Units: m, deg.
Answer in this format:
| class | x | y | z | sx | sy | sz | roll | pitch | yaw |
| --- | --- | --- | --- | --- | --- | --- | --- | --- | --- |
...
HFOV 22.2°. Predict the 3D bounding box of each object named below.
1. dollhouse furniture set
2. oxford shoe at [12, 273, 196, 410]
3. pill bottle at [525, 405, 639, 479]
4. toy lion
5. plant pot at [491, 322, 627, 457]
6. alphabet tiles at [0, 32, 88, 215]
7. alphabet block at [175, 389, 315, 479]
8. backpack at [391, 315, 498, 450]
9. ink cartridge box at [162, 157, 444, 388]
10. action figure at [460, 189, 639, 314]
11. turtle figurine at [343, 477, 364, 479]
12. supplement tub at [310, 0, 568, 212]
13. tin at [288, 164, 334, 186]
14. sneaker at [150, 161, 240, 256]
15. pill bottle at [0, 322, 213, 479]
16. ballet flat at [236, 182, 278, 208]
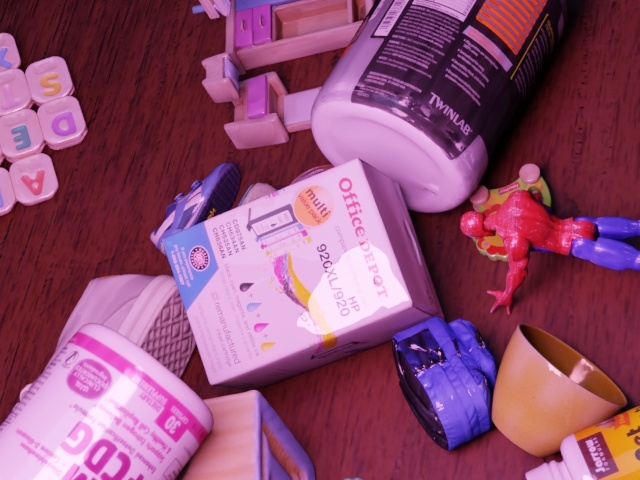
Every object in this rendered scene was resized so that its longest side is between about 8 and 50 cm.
| class | x | y | z | sx | sy | sz | roll | pitch | yaw |
| --- | --- | --- | --- | --- | --- | --- | --- | --- | --- |
| dollhouse furniture set | -0.061 | -0.323 | 1.955 | 0.198 | 0.303 | 0.286 | -12 | 55 | 15 |
| oxford shoe | -0.283 | 0.218 | 1.779 | 0.130 | 0.169 | 0.449 | 13 | 57 | 25 |
| pill bottle | 0.312 | 0.220 | 1.571 | 0.215 | 0.117 | 0.117 | -24 | 53 | 5 |
| toy lion | 0.214 | -0.026 | 1.827 | 0.100 | 0.034 | 0.096 | -23 | 60 | 5 |
| plant pot | 0.227 | 0.161 | 1.649 | 0.134 | 0.134 | 0.095 | 44 | 106 | 36 |
| alphabet tiles | -0.453 | -0.147 | 2.130 | 0.284 | 0.021 | 0.278 | -18 | 61 | -4 |
| alphabet block | -0.123 | 0.287 | 1.654 | 0.197 | 0.192 | 0.193 | -12 | 53 | 15 |
| backpack | 0.136 | 0.148 | 1.700 | 0.101 | 0.098 | 0.120 | -25 | 52 | 0 |
| ink cartridge box | -0.014 | 0.040 | 1.742 | 0.232 | 0.168 | 0.171 | -22 | 78 | 13 |
| action figure | 0.284 | 0.018 | 1.744 | 0.280 | 0.139 | 0.091 | 10 | 57 | 1 |
| turtle figurine | 0.046 | 0.356 | 1.575 | 0.118 | 0.175 | 0.234 | -18 | 43 | 31 |
| supplement tub | 0.149 | -0.217 | 1.859 | 0.207 | 0.207 | 0.338 | 17 | 62 | 29 |
| tin | 0.000 | 0.000 | 1.888 | 0.106 | 0.040 | 0.190 | -2 | 58 | 25 |
| sneaker | -0.151 | -0.040 | 1.963 | 0.059 | 0.053 | 0.144 | 24 | 68 | 34 |
| pill bottle | -0.243 | 0.231 | 1.519 | 0.160 | 0.160 | 0.283 | 27 | 72 | 33 |
| ballet flat | -0.093 | 0.003 | 1.912 | 0.052 | 0.057 | 0.168 | 22 | 69 | 21 |
